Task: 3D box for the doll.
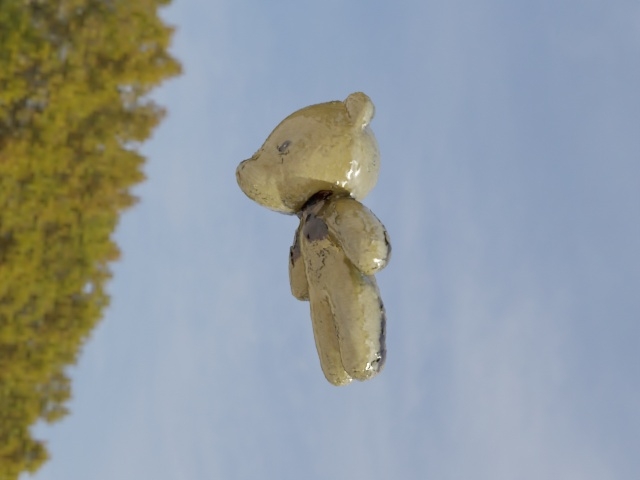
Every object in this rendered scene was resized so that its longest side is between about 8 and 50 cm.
[{"bbox_3d":[0.008,-0.001,0.466,0.093,0.051,0.061,64,-27,2],"label":"doll"}]
